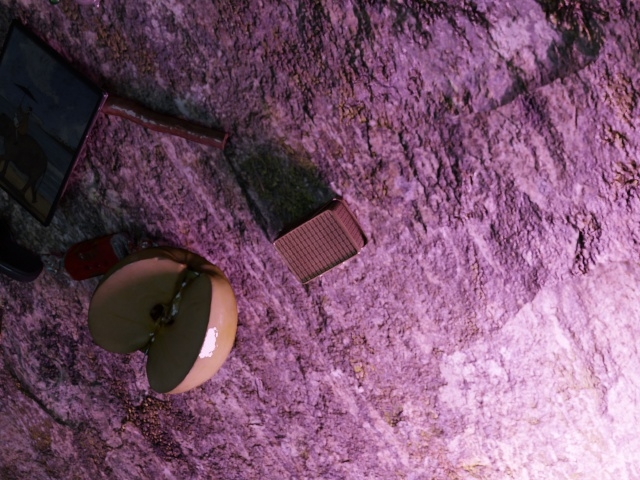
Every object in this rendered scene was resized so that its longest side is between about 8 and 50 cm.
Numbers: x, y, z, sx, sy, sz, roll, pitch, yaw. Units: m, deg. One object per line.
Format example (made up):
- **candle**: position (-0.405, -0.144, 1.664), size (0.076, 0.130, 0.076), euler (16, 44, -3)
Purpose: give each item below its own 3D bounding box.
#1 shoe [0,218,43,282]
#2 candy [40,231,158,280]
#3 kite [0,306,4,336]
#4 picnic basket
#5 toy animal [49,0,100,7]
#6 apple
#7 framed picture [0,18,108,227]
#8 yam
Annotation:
- **shoe**: position (-0.712, -0.005, 1.836), size (0.241, 0.108, 0.093), euler (31, 117, -7)
- **candy**: position (-0.478, 0.034, 1.812), size (0.292, 0.059, 0.086), euler (-14, 110, 22)
- **kite**: position (-0.794, 0.185, 1.995), size (0.125, 0.008, 0.222), euler (-26, 104, 24)
- **picnic basket**: position (0.000, 0.000, 1.652), size (0.164, 0.079, 0.115), euler (-30, 103, 25)
- **toy animal**: position (-0.505, -0.505, 1.513), size (0.236, 0.108, 0.138), euler (18, 113, -24)
- **apple**: position (-0.301, 0.149, 1.719), size (0.295, 0.233, 0.258), euler (33, 104, 11)
- **framed picture**: position (-0.589, -0.234, 1.713), size (0.265, 0.016, 0.347), euler (40, 118, 12)
- **yam**: position (-0.337, -0.243, 1.658), size (0.326, 0.045, 0.045), euler (17, 96, 8)
